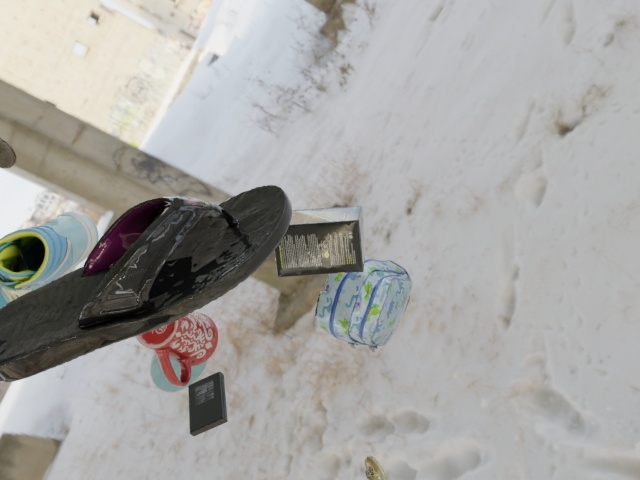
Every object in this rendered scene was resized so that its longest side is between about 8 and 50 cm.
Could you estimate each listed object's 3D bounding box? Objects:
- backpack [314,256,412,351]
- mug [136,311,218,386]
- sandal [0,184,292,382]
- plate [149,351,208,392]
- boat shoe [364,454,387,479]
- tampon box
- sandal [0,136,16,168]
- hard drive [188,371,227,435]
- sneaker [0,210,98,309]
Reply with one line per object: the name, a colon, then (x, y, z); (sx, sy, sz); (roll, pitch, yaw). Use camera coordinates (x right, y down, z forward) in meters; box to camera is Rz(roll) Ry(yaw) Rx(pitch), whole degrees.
backpack: (0.128, 0.178, 1.849); (0.273, 0.356, 0.290); (26, 90, 40)
mug: (-0.274, 0.192, 1.240); (0.113, 0.150, 0.169); (-30, -23, 2)
sandal: (-0.243, 0.038, 0.797); (0.446, 0.107, 0.167); (-26, 38, 0)
plate: (-0.379, 0.317, 1.713); (0.024, 0.188, 0.188); (22, 85, 41)
boat shoe: (0.151, 0.660, 1.729); (0.056, 0.048, 0.153); (-27, 83, 63)
tampon box: (0.000, 0.000, 1.202); (0.120, 0.161, 0.101); (-68, -27, -72)
sandal: (-0.887, -0.254, 1.634); (0.090, 0.219, 0.060); (-40, 18, 33)
hard drive: (-0.270, 0.388, 1.523); (0.094, 0.022, 0.135); (-25, 42, 9)
sneaker: (-0.601, 0.072, 1.257); (0.319, 0.127, 0.208); (-47, -1, 16)
